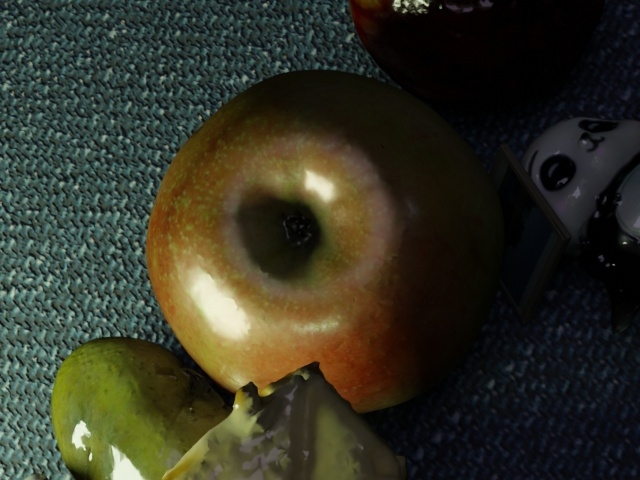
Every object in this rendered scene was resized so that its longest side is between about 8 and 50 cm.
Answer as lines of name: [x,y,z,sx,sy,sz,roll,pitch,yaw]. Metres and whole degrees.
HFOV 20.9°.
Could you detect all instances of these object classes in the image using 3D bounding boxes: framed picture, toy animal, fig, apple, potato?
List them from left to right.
potato: [-0.147,0.182,1.540,0.248,0.143,0.169,41,116,36]
apple: [0.000,0.000,1.516,0.319,0.277,0.319,-4,69,11]
fig: [0.138,-0.236,1.621,0.263,0.224,0.224,7,69,32]
framed picture: [0.175,-0.005,1.554,0.011,0.149,0.109,-20,62,-21]
toy animal: [0.253,-0.029,1.547,0.179,0.138,0.166,40,58,19]

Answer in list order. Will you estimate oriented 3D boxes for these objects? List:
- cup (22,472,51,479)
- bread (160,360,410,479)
cup: [-0.266,0.337,1.524,0.202,0.221,0.167,-39,32,-8]
bread: [-0.025,0.338,1.333,0.279,0.371,0.390,37,79,22]
